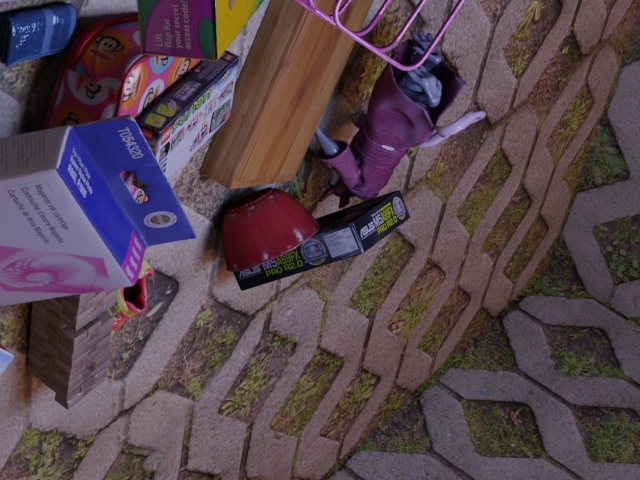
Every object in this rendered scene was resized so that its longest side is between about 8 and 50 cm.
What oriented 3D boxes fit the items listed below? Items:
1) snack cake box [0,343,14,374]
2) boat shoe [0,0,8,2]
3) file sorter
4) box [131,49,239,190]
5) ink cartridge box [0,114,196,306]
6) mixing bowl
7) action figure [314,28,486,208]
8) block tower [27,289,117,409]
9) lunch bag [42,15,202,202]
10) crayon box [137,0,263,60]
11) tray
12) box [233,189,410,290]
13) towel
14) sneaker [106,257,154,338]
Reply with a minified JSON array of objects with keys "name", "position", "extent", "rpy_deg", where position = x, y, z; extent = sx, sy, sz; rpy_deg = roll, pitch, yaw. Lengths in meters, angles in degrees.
[{"name":"snack cake box","position":[-0.511,0.105,1.639],"extent":[0.089,0.152,0.264],"rpy_deg":[-54,157,-6]},{"name":"boat shoe","position":[-0.275,-0.376,1.492],"extent":[0.367,0.136,0.156],"rpy_deg":[-19,151,-45]},{"name":"file sorter","position":[0.045,-0.391,1.859],"extent":[0.202,0.291,0.182],"rpy_deg":[28,100,-43]},{"name":"box","position":[-0.182,-0.164,1.804],"extent":[0.207,0.036,0.114],"rpy_deg":[-51,162,-44]},{"name":"ink cartridge box","position":[-0.347,-0.021,1.649],"extent":[0.324,0.330,0.071],"rpy_deg":[69,13,-62]},{"name":"mixing bowl","position":[-0.102,-0.030,2.309],"extent":[0.181,0.098,0.181],"rpy_deg":[-25,-169,5]},{"name":"action figure","position":[0.126,-0.180,2.374],"extent":[0.248,0.276,0.370],"rpy_deg":[-24,151,-50]},{"name":"block tower","position":[-0.368,0.102,1.982],"extent":[0.091,0.097,0.335],"rpy_deg":[-38,153,-41]},{"name":"lunch bag","position":[-0.263,-0.161,1.815],"extent":[0.258,0.120,0.293],"rpy_deg":[-30,146,-61]},{"name":"crayon box","position":[-0.122,-0.433,1.515],"extent":[0.313,0.106,0.363],"rpy_deg":[-67,160,-57]},{"name":"tray","position":[-0.039,-0.283,2.176],"extent":[0.203,0.076,0.411],"rpy_deg":[-13,131,-59]},{"name":"box","position":[0.000,0.000,2.399],"extent":[0.270,0.060,0.216],"rpy_deg":[-18,-171,31]},{"name":"towel","position":[-0.350,-0.256,1.641],"extent":[0.119,0.029,0.067],"rpy_deg":[-25,141,-51]},{"name":"sneaker","position":[-0.321,0.102,2.094],"extent":[0.081,0.094,0.208],"rpy_deg":[-26,144,-53]}]
